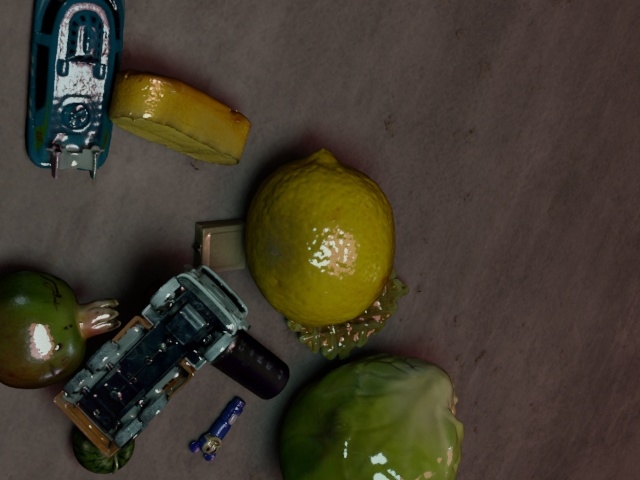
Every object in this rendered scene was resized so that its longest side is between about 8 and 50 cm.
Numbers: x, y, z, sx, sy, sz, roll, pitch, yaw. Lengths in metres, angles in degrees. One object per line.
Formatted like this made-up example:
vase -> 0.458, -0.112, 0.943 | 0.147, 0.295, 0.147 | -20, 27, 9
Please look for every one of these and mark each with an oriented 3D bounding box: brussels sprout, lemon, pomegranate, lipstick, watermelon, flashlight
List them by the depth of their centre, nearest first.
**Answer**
pomegranate -> -0.393, 0.125, 1.686 | 0.209, 0.180, 0.180 | -11, 115, -7
lemon -> 0.001, 0.001, 1.839 | 0.267, 0.267, 0.267 | -11, 114, -27
watermelon -> -0.342, 0.321, 1.843 | 0.109, 0.109, 0.109 | -11, 114, -27
lipstick -> -0.172, 0.160, 1.899 | 0.299, 0.081, 0.081 | 39, 87, -30
flashlight -> -0.169, 0.322, 1.989 | 0.057, 0.035, 0.121 | 39, 87, -34
brussels sprout -> 0.090, 0.354, 2.004 | 0.344, 0.344, 0.268 | -34, 160, -15

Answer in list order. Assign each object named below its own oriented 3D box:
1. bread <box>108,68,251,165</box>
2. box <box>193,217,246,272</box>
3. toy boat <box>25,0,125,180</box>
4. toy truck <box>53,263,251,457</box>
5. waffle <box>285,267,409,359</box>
bread -> -0.202, -0.183, 1.706 | 0.245, 0.102, 0.094 | 22, 80, -47
box -> -0.163, 0.010, 1.871 | 0.083, 0.035, 0.079 | -6, 111, -28
toy boat -> -0.336, -0.238, 1.641 | 0.134, 0.092, 0.299 | -1, 110, -27
toy truck -> -0.243, 0.171, 1.754 | 0.136, 0.162, 0.305 | 46, 107, -1
waffle -> 0.040, 0.100, 2.015 | 0.214, 0.054, 0.208 | -49, 125, -6
